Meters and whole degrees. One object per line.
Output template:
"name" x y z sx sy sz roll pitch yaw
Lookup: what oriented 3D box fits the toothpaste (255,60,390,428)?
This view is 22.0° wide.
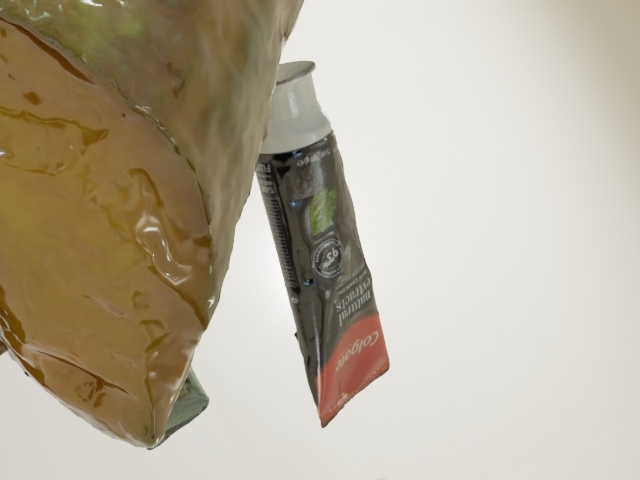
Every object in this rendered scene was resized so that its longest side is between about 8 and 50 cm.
"toothpaste" 0.000 0.000 0.885 0.045 0.071 0.193 2 -66 37

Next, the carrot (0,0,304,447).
"carrot" -0.123 -0.114 0.680 0.241 0.241 0.341 -25 -138 53

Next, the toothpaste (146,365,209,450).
"toothpaste" -0.133 0.093 1.344 0.038 0.060 0.233 57 2 -29
